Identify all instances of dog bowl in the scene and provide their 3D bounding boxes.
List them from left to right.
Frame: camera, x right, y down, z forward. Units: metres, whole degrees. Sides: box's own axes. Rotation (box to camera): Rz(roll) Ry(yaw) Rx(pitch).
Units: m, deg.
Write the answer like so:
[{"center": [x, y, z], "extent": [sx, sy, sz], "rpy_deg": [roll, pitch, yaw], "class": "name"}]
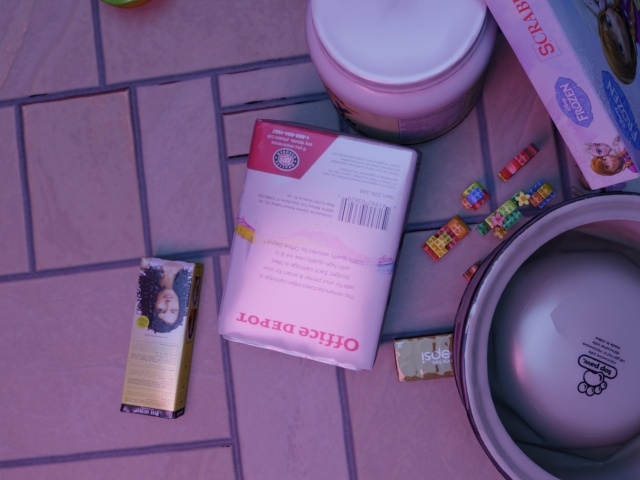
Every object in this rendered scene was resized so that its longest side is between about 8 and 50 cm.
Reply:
[{"center": [0.356, 0.144, 1.084], "extent": [0.408, 0.150, 0.407], "rpy_deg": [0, 89, -9], "class": "dog bowl"}]

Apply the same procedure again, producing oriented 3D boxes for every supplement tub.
[{"center": [0.106, -0.261, 1.090], "extent": [0.236, 0.325, 0.235], "rpy_deg": [0, 86, 7], "class": "supplement tub"}]

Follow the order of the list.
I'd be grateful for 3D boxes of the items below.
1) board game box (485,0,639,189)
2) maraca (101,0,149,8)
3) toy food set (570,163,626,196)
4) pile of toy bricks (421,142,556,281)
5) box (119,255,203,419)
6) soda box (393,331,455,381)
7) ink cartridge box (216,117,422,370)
[{"center": [0.323, -0.282, 1.029], "extent": [0.066, 0.318, 0.318], "rpy_deg": [-16, 122, 40], "class": "board game box"}, {"center": [-0.302, -0.424, 1.269], "extent": [0.127, 0.099, 0.185], "rpy_deg": [-29, 58, -6], "class": "maraca"}, {"center": [0.411, -0.107, 1.200], "extent": [0.078, 0.019, 0.122], "rpy_deg": [31, 83, 7], "class": "toy food set"}, {"center": [0.249, -0.034, 1.169], "extent": [0.212, 0.105, 0.118], "rpy_deg": [-43, 83, 3], "class": "pile of toy bricks"}, {"center": [-0.235, 0.143, 1.241], "extent": [0.088, 0.058, 0.232], "rpy_deg": [6, 88, 7], "class": "box"}, {"center": [0.197, 0.160, 1.187], "extent": [0.182, 0.058, 0.061], "rpy_deg": [-8, 86, 7], "class": "soda box"}, {"center": [0.000, 0.000, 1.162], "extent": [0.226, 0.131, 0.306], "rpy_deg": [14, 100, 8], "class": "ink cartridge box"}]
